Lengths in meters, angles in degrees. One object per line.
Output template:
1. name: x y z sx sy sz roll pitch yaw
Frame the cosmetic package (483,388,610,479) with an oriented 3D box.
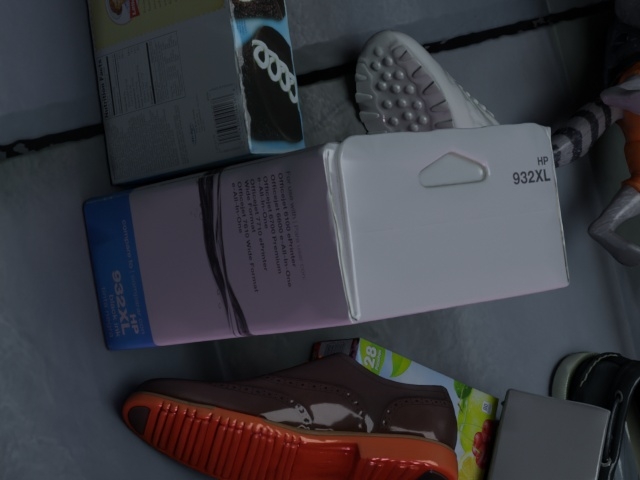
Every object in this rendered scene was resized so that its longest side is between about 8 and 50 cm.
1. cosmetic package: 0.186 0.264 1.542 0.107 0.127 0.238 14 74 7

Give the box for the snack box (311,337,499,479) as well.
1. snack box: 0.055 0.209 1.492 0.174 0.070 0.207 27 67 -33

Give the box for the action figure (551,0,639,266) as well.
1. action figure: 0.316 -0.194 1.684 0.330 0.179 0.341 -64 146 -46

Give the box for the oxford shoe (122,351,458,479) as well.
1. oxford shoe: -0.022 0.140 1.391 0.271 0.097 0.098 12 55 -10

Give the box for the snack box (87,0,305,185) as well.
1. snack box: -0.110 -0.213 1.335 0.060 0.187 0.321 -7 89 -40

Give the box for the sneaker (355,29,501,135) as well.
1. sneaker: 0.114 -0.104 1.586 0.235 0.090 0.095 55 42 -25

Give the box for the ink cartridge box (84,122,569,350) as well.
1. ink cartridge box: 0.000 0.000 1.319 0.223 0.307 0.129 -7 89 -40

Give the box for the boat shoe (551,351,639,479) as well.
1. boat shoe: 0.307 0.274 1.664 0.127 0.113 0.340 1 84 -40
